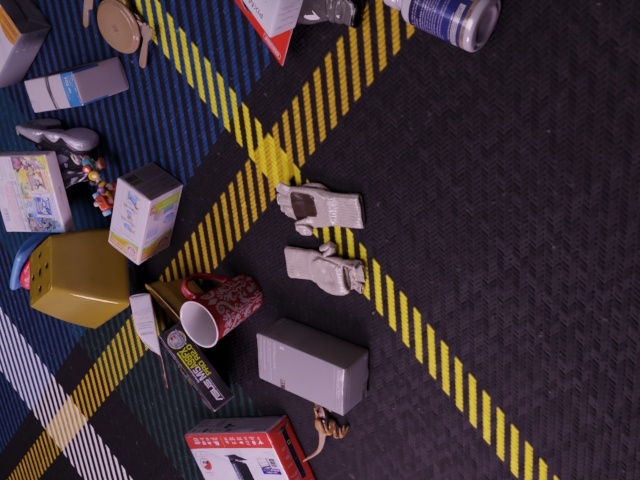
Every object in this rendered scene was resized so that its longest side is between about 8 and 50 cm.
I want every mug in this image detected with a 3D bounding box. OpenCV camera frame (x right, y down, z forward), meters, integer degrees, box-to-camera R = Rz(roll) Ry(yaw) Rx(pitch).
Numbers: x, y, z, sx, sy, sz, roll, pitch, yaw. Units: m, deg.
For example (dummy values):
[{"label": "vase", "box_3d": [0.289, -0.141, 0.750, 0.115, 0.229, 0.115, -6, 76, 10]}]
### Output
[{"label": "mug", "box_3d": [-0.220, 0.134, 1.803, 0.113, 0.169, 0.150, -3, 110, 41]}]

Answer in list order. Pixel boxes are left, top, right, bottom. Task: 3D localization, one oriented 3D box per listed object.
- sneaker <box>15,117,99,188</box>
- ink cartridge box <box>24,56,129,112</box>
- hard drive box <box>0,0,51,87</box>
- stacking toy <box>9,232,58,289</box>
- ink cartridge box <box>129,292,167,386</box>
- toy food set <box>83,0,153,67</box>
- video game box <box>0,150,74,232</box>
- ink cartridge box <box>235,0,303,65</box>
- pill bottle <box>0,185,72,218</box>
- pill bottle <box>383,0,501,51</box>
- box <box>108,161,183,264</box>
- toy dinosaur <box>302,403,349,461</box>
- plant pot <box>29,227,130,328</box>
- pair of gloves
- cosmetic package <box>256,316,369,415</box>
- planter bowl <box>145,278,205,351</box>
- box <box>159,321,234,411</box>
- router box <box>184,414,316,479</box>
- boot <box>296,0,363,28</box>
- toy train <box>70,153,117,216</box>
[{"label": "sneaker", "box_3d": [-0.657, -0.213, 2.018, 0.268, 0.101, 0.153, 16, 120, 30]}, {"label": "ink cartridge box", "box_3d": [-0.555, -0.353, 1.833, 0.190, 0.139, 0.082, 2, 115, 38]}, {"label": "hard drive box", "box_3d": [-0.778, -0.512, 1.966, 0.181, 0.089, 0.232, 54, 135, 3]}, {"label": "stacking toy", "box_3d": [-0.681, 0.118, 2.208, 0.301, 0.175, 0.166, 32, 132, 4]}, {"label": "ink cartridge box", "box_3d": [-0.427, 0.254, 2.007, 0.189, 0.066, 0.233, 141, 122, -76]}, {"label": "toy food set", "box_3d": [-0.431, -0.470, 1.748, 0.192, 0.038, 0.132, 37, 139, 11]}, {"label": "video game box", "box_3d": [-0.720, -0.121, 1.999, 0.187, 0.048, 0.205, 3, 115, 23]}, {"label": "ink cartridge box", "box_3d": [-0.138, -0.466, 1.408, 0.275, 0.060, 0.239, 55, 155, 13]}, {"label": "pill bottle", "box_3d": [-0.766, -0.106, 2.152, 0.219, 0.122, 0.123, -19, 100, 43]}, {"label": "pill bottle", "box_3d": [0.185, -0.368, 1.252, 0.169, 0.094, 0.094, 31, 129, 22]}, {"label": "box", "box_3d": [-0.412, -0.062, 1.891, 0.103, 0.114, 0.203, 35, 130, 17]}, {"label": "toy dinosaur", "box_3d": [0.008, 0.431, 1.867, 0.112, 0.064, 0.212, 18, 116, 53]}, {"label": "plant pot", "box_3d": [-0.618, 0.089, 2.033, 0.212, 0.187, 0.212, -30, 61, 45]}, {"label": "pair of gloves", "box_3d": [0.000, 0.000, 1.640, 0.204, 0.042, 0.240, 17, 123, 32]}, {"label": "cosmetic package", "box_3d": [-0.017, 0.270, 1.759, 0.238, 0.107, 0.127, 18, 120, 35]}, {"label": "planter bowl", "box_3d": [-0.314, 0.157, 1.924, 0.217, 0.090, 0.217, 43, 164, 16]}, {"label": "box", "box_3d": [-0.304, 0.312, 1.957, 0.216, 0.060, 0.270, 53, 165, 2]}, {"label": "router box", "box_3d": [-0.162, 0.603, 2.070, 0.335, 0.082, 0.301, -15, 103, 43]}, {"label": "boot", "box_3d": [-0.004, -0.483, 1.367, 0.161, 0.083, 0.247, 7, 124, 32]}, {"label": "toy train", "box_3d": [-0.517, -0.139, 1.895, 0.046, 0.125, 0.166, -29, 88, 5]}]
